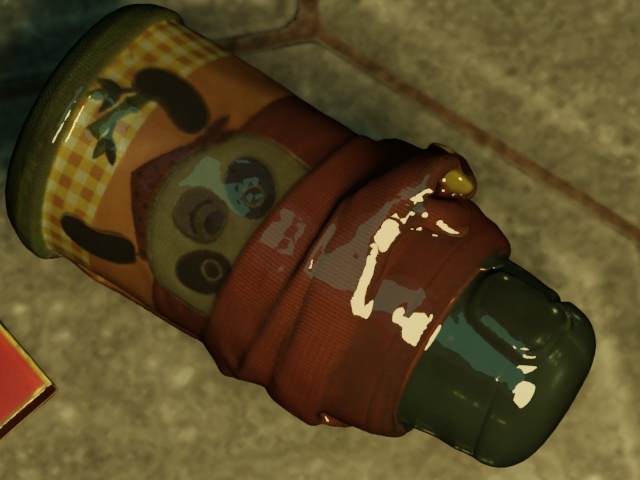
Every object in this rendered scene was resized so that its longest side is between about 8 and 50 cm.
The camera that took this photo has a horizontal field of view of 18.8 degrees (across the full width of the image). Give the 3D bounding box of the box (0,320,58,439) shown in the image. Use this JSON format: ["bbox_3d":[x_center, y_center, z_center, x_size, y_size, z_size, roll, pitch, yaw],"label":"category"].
[{"bbox_3d":[-0.204,0.052,0.943,0.090,0.023,0.133,-40,78,-6],"label":"box"}]

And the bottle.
[{"bbox_3d":[0.000,0.000,0.884,0.271,0.156,0.143,30,54,12],"label":"bottle"}]
